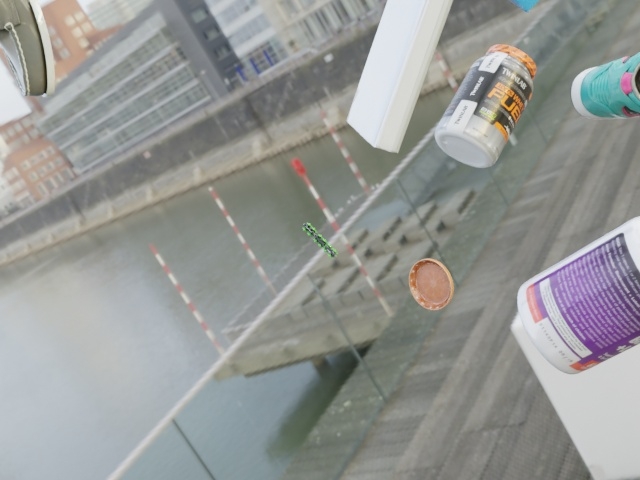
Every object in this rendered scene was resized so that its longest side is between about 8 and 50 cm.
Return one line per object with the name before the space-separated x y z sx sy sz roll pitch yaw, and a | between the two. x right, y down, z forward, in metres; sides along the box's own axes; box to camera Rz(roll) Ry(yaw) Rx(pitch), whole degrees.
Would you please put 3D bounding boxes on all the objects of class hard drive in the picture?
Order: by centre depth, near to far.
hard drive | 0.116 -0.283 1.103 0.203 0.040 0.307 -116 43 -71

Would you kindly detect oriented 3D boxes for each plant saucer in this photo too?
plant saucer | 0.177 0.069 1.327 0.013 0.083 0.083 -17 0 -44

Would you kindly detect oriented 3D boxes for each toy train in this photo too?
toy train | 0.000 0.000 1.482 0.017 0.083 0.024 -46 -14 7

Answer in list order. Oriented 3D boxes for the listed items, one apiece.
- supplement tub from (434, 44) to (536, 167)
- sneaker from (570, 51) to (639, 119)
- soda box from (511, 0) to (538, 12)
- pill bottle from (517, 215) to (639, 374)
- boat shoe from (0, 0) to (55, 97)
supplement tub | 0.284 -0.229 1.416 0.190 0.117 0.117 -60 21 -12
sneaker | 0.551 -0.245 1.255 0.295 0.124 0.178 -12 8 -13
soda box | 0.106 -0.276 0.643 0.071 0.210 0.067 -46 17 17
pill bottle | 0.298 0.044 0.810 0.193 0.108 0.108 -37 8 34
boat shoe | -0.450 -0.340 1.157 0.091 0.305 0.109 -22 12 -32
